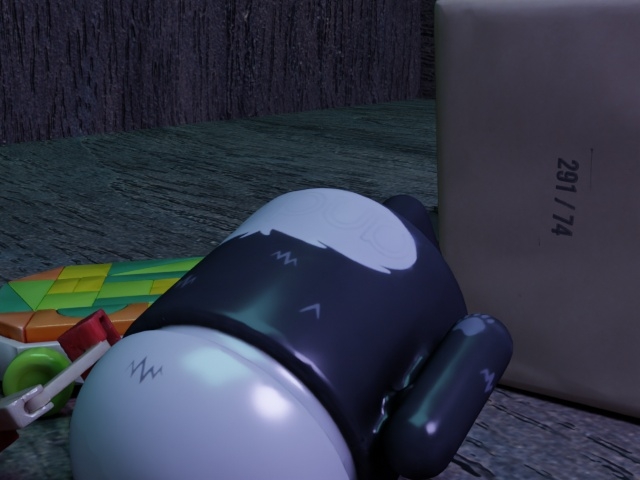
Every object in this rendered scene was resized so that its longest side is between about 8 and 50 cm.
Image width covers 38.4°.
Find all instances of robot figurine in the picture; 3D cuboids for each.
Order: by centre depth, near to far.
[{"bbox_3d":[-0.017,0.081,0.541,0.173,0.209,0.278,39,44,5],"label":"robot figurine"}]

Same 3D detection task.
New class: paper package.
[{"bbox_3d":[0.254,-0.040,0.728,0.309,0.325,0.168,10,18,41],"label":"paper package"}]

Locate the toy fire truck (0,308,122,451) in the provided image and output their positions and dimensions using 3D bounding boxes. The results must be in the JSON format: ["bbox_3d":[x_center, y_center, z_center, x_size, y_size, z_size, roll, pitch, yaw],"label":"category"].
[{"bbox_3d":[-0.217,0.120,0.621,0.135,0.047,0.192,-28,8,13],"label":"toy fire truck"}]

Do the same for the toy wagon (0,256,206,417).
[{"bbox_3d":[-0.219,0.079,0.857,0.344,0.068,0.267,-3,14,-5],"label":"toy wagon"}]

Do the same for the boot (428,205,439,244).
[{"bbox_3d":[0.141,0.026,1.056,0.106,0.082,0.219,-25,20,-1],"label":"boot"}]
